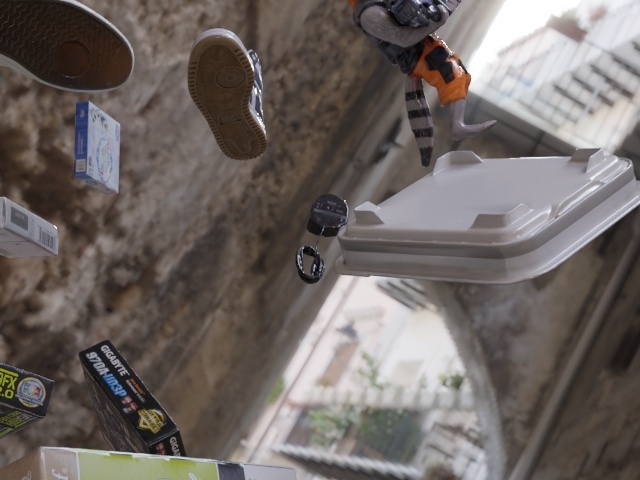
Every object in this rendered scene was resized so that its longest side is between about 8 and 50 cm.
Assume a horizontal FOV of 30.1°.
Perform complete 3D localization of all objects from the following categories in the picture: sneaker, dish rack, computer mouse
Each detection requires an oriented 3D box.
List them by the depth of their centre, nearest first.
[{"bbox_3d":[-0.366,-0.256,1.415,0.290,0.106,0.123,16,8,-25],"label":"sneaker"},{"bbox_3d":[0.194,-0.042,1.429,0.333,0.285,0.072,3,-64,48],"label":"dish rack"},{"bbox_3d":[-0.144,-0.259,1.802,0.099,0.153,0.282,-9,-32,3],"label":"sneaker"},{"bbox_3d":[0.000,0.000,2.112,0.071,0.242,0.041,17,-49,3],"label":"computer mouse"}]

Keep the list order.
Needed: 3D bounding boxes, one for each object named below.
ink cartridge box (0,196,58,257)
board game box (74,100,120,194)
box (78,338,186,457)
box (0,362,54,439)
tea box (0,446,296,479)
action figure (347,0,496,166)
[{"bbox_3d":[-0.555,-0.013,1.859,0.232,0.066,0.189,-7,-15,11],"label":"ink cartridge box"},{"bbox_3d":[-0.265,-0.109,1.412,0.020,0.090,0.090,-4,-13,14],"label":"board game box"},{"bbox_3d":[-0.248,0.262,1.619,0.220,0.051,0.175,41,-32,44],"label":"box"},{"bbox_3d":[-0.541,0.225,1.713,0.216,0.060,0.270,24,-32,-28],"label":"box"},{"bbox_3d":[-0.191,0.399,1.179,0.323,0.329,0.220,16,-33,-41],"label":"tea box"},{"bbox_3d":[0.129,-0.284,1.748,0.330,0.178,0.341,57,22,-1],"label":"action figure"}]
